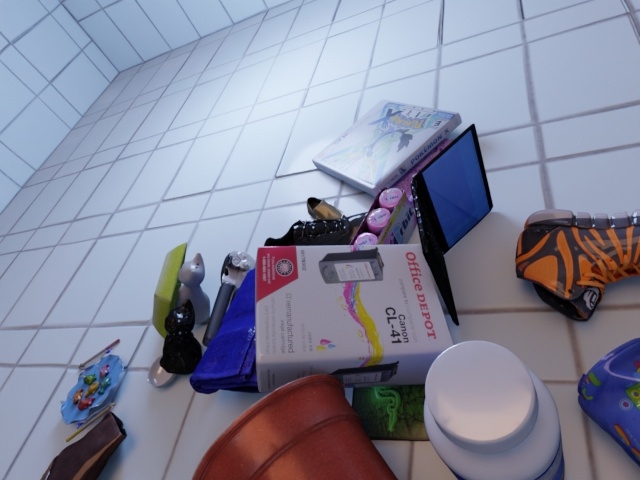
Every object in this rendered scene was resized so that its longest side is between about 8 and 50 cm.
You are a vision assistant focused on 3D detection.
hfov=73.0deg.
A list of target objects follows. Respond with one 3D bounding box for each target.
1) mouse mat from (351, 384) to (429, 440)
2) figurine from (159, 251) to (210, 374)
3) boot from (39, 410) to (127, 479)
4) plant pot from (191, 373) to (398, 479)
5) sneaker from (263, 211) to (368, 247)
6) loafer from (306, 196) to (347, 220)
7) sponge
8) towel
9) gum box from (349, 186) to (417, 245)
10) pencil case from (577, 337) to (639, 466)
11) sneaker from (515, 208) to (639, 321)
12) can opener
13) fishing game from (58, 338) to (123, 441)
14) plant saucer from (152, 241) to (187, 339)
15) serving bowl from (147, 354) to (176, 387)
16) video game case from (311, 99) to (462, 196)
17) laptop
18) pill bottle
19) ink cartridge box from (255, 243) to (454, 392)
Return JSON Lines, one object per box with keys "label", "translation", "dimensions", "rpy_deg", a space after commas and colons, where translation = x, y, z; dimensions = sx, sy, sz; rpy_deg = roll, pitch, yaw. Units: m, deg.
{"label": "mouse mat", "translation": [0.129, 0.260, 0.779], "dimensions": [0.152, 0.007, 0.190], "rpy_deg": [-11, 47, 24]}
{"label": "figurine", "translation": [-0.301, 0.160, 0.983], "dimensions": [0.092, 0.209, 0.215], "rpy_deg": [9, 46, -10]}
{"label": "boot", "translation": [-0.487, 0.478, 0.878], "dimensions": [0.207, 0.090, 0.248], "rpy_deg": [-47, 28, -18]}
{"label": "plant pot", "translation": [0.008, 0.377, 0.581], "dimensions": [0.272, 0.272, 0.265], "rpy_deg": [-42, 52, -9]}
{"label": "sneaker", "translation": [0.000, 0.000, 1.004], "dimensions": [0.286, 0.130, 0.109], "rpy_deg": [-26, 41, 8]}
{"label": "loafer", "translation": [0.009, -0.073, 1.121], "dimensions": [0.148, 0.050, 0.056], "rpy_deg": [26, 69, 44]}
{"label": "sponge", "translation": [0.256, -0.175, 1.074], "dimensions": [0.210, 0.031, 0.117], "rpy_deg": [-43, 43, -10]}
{"label": "towel", "translation": [-0.141, 0.162, 0.893], "dimensions": [0.227, 0.076, 0.308], "rpy_deg": [-17, 36, 39]}
{"label": "gum box", "translation": [0.142, -0.016, 0.946], "dimensions": [0.062, 0.107, 0.188], "rpy_deg": [11, 58, 38]}
{"label": "pencil case", "translation": [0.439, 0.264, 0.499], "dimensions": [0.133, 0.119, 0.306], "rpy_deg": [-25, 42, 1]}
{"label": "sneaker", "translation": [0.477, 0.049, 0.688], "dimensions": [0.321, 0.124, 0.180], "rpy_deg": [1, 56, 46]}
{"label": "can opener", "translation": [-0.223, 0.143, 1.069], "dimensions": [0.093, 0.074, 0.280], "rpy_deg": [-46, 27, 42]}
{"label": "fishing game", "translation": [-0.576, 0.361, 1.077], "dimensions": [0.189, 0.041, 0.264], "rpy_deg": [-35, 33, 1]}
{"label": "plant saucer", "translation": [-0.386, 0.126, 1.097], "dimensions": [0.045, 0.188, 0.188], "rpy_deg": [12, 46, -13]}
{"label": "serving bowl", "translation": [-0.367, 0.310, 1.024], "dimensions": [0.083, 0.027, 0.083], "rpy_deg": [-18, 44, 18]}
{"label": "video game case", "translation": [0.164, -0.269, 1.186], "dimensions": [0.300, 0.036, 0.329], "rpy_deg": [-42, 36, -8]}
{"label": "laptop", "translation": [0.261, -0.026, 0.787], "dimensions": [0.136, 0.234, 0.264], "rpy_deg": [-17, 44, 19]}
{"label": "pill bottle", "translation": [0.218, 0.238, 0.546], "dimensions": [0.152, 0.272, 0.152], "rpy_deg": [-17, 45, 18]}
{"label": "ink cartridge box", "translation": [0.042, 0.127, 0.751], "dimensions": [0.306, 0.131, 0.226], "rpy_deg": [-2, 51, -6]}
